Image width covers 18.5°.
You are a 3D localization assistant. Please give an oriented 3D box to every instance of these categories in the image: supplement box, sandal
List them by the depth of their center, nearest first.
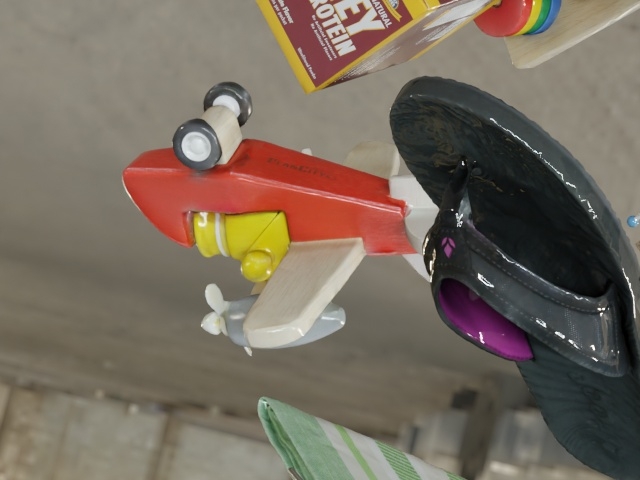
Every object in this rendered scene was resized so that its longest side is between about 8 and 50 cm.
[{"bbox_3d":[0.175,0.060,1.550,0.167,0.107,0.446,6,138,43],"label":"sandal"},{"bbox_3d":[0.073,-0.266,2.028,0.191,0.129,0.194,-32,174,42],"label":"supplement box"}]

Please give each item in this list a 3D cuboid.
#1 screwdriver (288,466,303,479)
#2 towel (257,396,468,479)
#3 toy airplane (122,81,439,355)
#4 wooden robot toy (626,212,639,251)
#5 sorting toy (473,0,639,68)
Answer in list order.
[{"bbox_3d":[0.003,0.167,1.224,0.025,0.024,0.170,33,180,-12],"label":"screwdriver"},{"bbox_3d":[0.109,0.259,1.740,0.324,0.038,0.248,25,-165,-28],"label":"towel"},{"bbox_3d":[0.000,0.000,2.322,0.386,0.272,0.384,-7,-145,-31],"label":"toy airplane"},{"bbox_3d":[0.360,-0.052,1.940,0.076,0.173,0.079,31,-173,14],"label":"wooden robot toy"},{"bbox_3d":[0.244,-0.349,2.169,0.089,0.255,0.257,-11,169,-40],"label":"sorting toy"}]
